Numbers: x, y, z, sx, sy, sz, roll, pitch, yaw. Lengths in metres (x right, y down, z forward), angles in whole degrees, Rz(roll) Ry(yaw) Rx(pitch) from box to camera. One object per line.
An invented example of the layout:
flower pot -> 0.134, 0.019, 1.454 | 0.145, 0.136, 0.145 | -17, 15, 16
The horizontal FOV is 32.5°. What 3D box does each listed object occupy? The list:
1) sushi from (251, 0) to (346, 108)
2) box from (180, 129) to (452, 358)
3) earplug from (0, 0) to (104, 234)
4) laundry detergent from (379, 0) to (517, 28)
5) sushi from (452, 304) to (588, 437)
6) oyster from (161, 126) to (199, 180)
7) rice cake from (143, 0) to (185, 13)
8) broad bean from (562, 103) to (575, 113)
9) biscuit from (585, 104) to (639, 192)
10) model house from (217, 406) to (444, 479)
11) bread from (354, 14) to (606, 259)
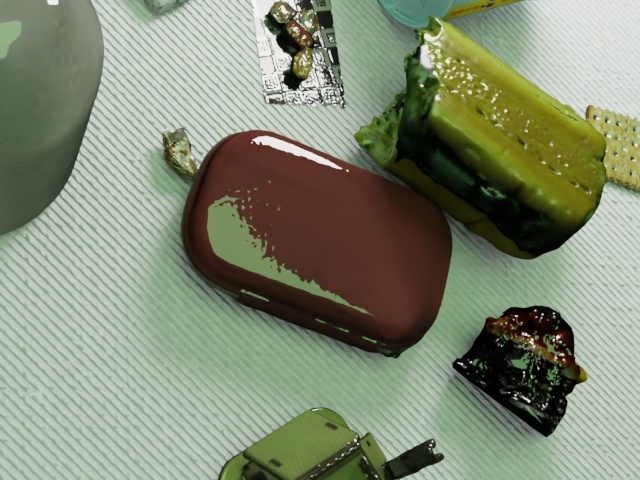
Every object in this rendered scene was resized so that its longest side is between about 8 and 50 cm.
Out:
sushi -> -0.029, -0.304, 1.714 | 0.139, 0.031, 0.201 | -3, 74, -22
box -> 0.000, 0.000, 1.583 | 0.404, 0.108, 0.263 | 23, 67, -14
earplug -> -0.418, -0.202, 1.331 | 0.313, 0.394, 0.312 | 7, 71, -21
laundry detergent -> 0.257, -0.508, 1.748 | 0.305, 0.287, 0.287 | -19, 81, -25
sushi -> 0.309, 0.176, 1.625 | 0.172, 0.153, 0.150 | 34, 84, 14
oyster -> -0.201, -0.118, 1.586 | 0.051, 0.034, 0.093 | -13, 78, -45
rice cake -> -0.269, -0.445, 1.662 | 0.124, 0.038, 0.211 | -36, 89, -26
broad bean -> 0.385, -0.201, 1.837 | 0.083, 0.045, 0.063 | -10, 76, -16
biscuit -> 0.540, -0.151, 1.894 | 0.203, 0.016, 0.144 | 15, 69, -16
model house -> 0.024, 0.313, 1.402 | 0.218, 0.279, 0.204 | -30, 84, -28
bread -> 0.252, -0.137, 1.671 | 0.377, 0.208, 0.251 | 32, 58, -9
